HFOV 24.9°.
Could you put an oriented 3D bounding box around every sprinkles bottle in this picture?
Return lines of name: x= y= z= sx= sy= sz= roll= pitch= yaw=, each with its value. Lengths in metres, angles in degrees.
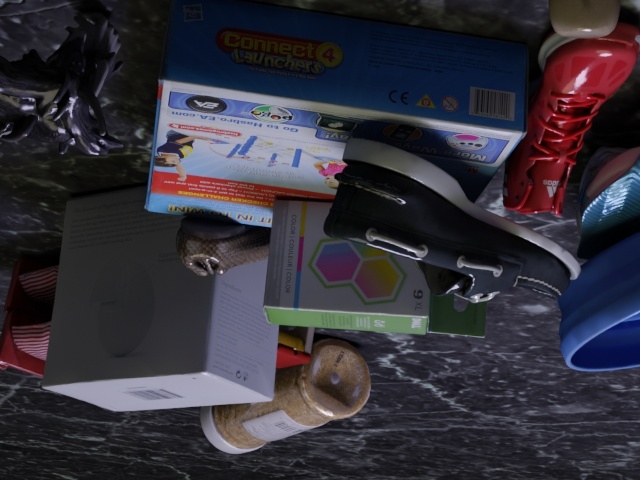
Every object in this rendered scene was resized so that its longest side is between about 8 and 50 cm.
sprinkles bottle: x=-0.059 y=0.243 z=2.220 sx=0.121 sy=0.121 sz=0.355 roll=15 pitch=157 yaw=-26

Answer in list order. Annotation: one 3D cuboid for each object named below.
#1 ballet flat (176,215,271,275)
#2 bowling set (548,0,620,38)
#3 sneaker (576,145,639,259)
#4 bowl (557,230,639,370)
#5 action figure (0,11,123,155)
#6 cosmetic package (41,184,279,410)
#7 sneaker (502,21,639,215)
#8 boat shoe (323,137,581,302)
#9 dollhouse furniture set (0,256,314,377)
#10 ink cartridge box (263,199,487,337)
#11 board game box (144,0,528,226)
ballet flat: x=-0.057 y=-0.001 z=1.520 sx=0.084 sy=0.058 sz=0.250 roll=20 pitch=-162 yaw=34
bowling set: x=0.282 y=-0.201 z=0.953 sx=0.287 sy=0.154 sz=0.200 roll=0 pitch=178 yaw=9
sneaker: x=0.284 y=-0.051 z=1.372 sx=0.087 sy=0.092 sz=0.228 roll=4 pitch=163 yaw=-1
bowl: x=0.420 y=0.030 z=1.431 sx=0.391 sy=0.077 sz=0.391 roll=-14 pitch=163 yaw=-4
action figure: x=-0.254 y=-0.146 z=1.195 sx=0.164 sy=0.141 sz=0.276 roll=26 pitch=167 yaw=-40
cosmetic package: x=-0.169 y=0.063 z=1.607 sx=0.224 sy=0.224 sz=0.138 roll=-7 pitch=159 yaw=31
sneaker: x=0.213 y=-0.092 z=1.232 sx=0.087 sy=0.128 sz=0.221 roll=6 pitch=161 yaw=-6
boat shoe: x=0.116 y=0.005 z=1.287 sx=0.302 sy=0.091 sz=0.114 roll=26 pitch=173 yaw=-36
dollhouse furniture set: x=-0.207 y=0.129 z=1.899 sx=0.201 sy=0.152 sz=0.374 roll=-14 pitch=153 yaw=41
ink cartridge box: x=0.055 y=0.027 z=1.370 sx=0.209 sy=0.109 sz=0.062 roll=4 pitch=161 yaw=4
board game box: x=0.001 y=-0.097 z=1.331 sx=0.308 sy=0.086 sz=0.302 roll=8 pitch=160 yaw=-7
